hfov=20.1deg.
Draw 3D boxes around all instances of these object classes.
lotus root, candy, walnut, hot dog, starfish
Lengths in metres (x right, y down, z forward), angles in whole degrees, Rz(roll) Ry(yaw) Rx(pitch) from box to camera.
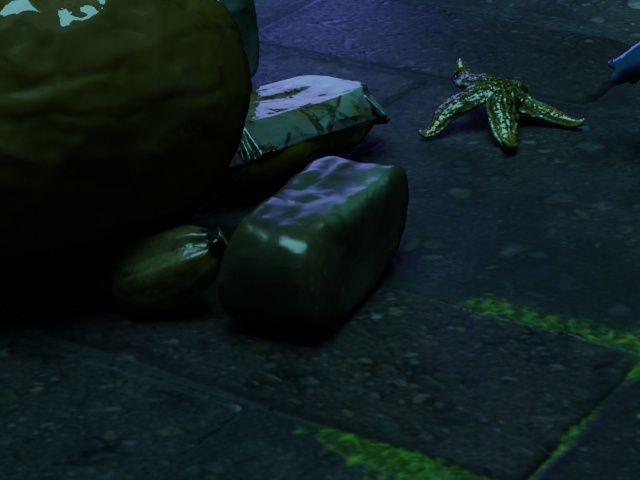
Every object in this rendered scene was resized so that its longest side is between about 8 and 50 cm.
[{"bbox_3d":[-0.147,0.029,1.646,0.152,0.072,0.063,-17,-14,19],"label":"lotus root"},{"bbox_3d":[0.000,0.000,1.664,0.104,0.102,0.234,10,25,23],"label":"candy"},{"bbox_3d":[-0.256,-0.120,1.697,0.398,0.307,0.354,-15,12,-20],"label":"walnut"},{"bbox_3d":[-0.048,-0.117,1.942,0.163,0.081,0.270,22,31,40],"label":"hot dog"},{"bbox_3d":[0.212,-0.151,2.043,0.176,0.053,0.208,13,34,8],"label":"starfish"}]

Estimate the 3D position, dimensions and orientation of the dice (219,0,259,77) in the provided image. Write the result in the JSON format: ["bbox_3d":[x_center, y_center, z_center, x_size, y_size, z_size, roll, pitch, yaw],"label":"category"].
[{"bbox_3d":[-0.267,-0.311,2.021,0.348,0.330,0.328,-15,18,-6],"label":"dice"}]

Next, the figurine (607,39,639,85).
[{"bbox_3d":[0.488,-0.223,1.896,0.298,0.416,0.243,25,-7,3],"label":"figurine"}]
